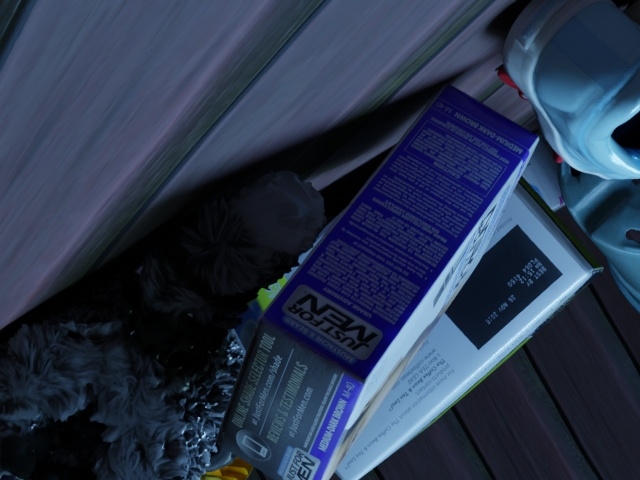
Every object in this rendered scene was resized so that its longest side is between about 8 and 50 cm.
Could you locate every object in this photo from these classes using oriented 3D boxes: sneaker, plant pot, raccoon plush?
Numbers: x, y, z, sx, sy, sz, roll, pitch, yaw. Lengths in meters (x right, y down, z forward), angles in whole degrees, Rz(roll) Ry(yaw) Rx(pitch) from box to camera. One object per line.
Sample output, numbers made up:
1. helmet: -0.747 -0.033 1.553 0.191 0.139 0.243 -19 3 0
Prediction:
1. sneaker: 0.271 -0.094 1.543 0.135 0.150 0.366 -47 153 12
2. plant pot: 0.470 -0.066 2.280 0.341 0.341 0.334 -31 155 16
3. raccoon plush: -0.106 0.098 1.680 0.446 0.216 0.299 -32 -179 22

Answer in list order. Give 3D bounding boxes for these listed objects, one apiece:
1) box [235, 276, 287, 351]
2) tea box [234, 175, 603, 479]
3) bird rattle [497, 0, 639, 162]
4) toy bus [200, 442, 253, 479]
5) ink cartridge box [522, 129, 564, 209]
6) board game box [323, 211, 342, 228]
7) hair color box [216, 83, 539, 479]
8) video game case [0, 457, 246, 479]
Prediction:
1. box: -0.052 0.072 1.741 0.042 0.178 0.109 -26 173 -20
2. tea box: 0.108 0.061 1.946 0.329 0.220 0.323 -42 171 8
3. bird rattle: 0.298 -0.189 1.721 0.253 0.143 0.207 -4 145 -46
4. toy bus: -0.173 0.158 2.029 0.211 0.220 0.149 2 -171 14
5. ink cartridge box: 0.272 -0.080 2.359 0.061 0.104 0.181 -33 173 32
6. board game box: 0.000 0.000 2.112 0.103 0.026 0.154 -32 174 29
7. hair color box: 0.052 0.040 1.553 0.339 0.110 0.185 -50 167 -39
8. video game case: -0.221 0.256 2.110 0.274 0.026 0.196 1 -158 4
